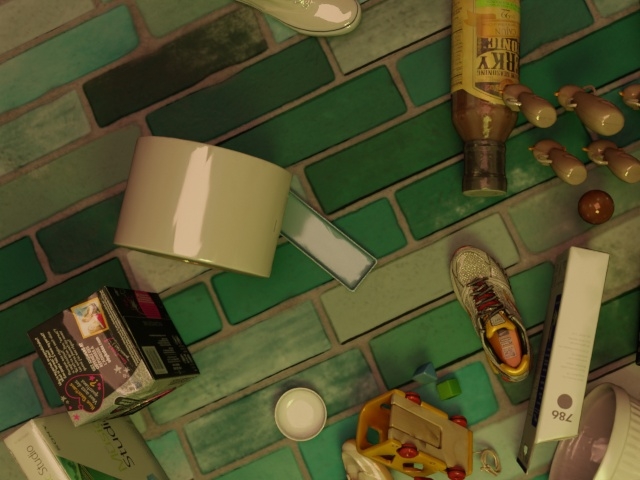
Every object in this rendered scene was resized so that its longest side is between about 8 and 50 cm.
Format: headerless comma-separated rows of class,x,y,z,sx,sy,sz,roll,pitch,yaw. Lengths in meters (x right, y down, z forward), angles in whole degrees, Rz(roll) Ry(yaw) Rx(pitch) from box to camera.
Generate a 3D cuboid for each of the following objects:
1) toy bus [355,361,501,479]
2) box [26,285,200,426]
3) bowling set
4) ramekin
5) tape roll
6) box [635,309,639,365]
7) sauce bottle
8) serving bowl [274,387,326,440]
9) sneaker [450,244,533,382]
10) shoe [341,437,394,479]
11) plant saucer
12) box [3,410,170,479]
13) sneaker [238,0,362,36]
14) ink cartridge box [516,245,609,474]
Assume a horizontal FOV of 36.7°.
toy bus,0.149,0.309,1.469,0.104,0.191,0.202,-33,81,42
box,-0.308,0.178,1.473,0.142,0.247,0.163,-31,81,5
bowling set,0.395,-0.139,1.472,0.287,0.154,0.200,3,114,-15
ramekin,0.423,0.321,1.392,0.109,0.207,0.207,25,88,0
tape roll,-0.181,-0.047,1.483,0.246,0.246,0.169,12,85,8
box,0.566,0.014,1.316,0.179,0.343,0.312,9,77,7
sauce bottle,0.260,-0.242,1.517,0.111,0.111,0.344,-1,85,7
serving bowl,-0.030,0.276,1.538,0.083,0.027,0.083,-1,85,7
sneaker,0.270,0.109,1.485,0.088,0.093,0.225,-26,81,4
shoe,0.087,0.407,1.479,0.058,0.076,0.219,-25,82,-33
plant saucer,0.000,0.000,1.569,0.192,0.018,0.067,39,90,10
box,-0.314,0.354,1.418,0.058,0.322,0.232,-36,81,6
sneaker,-0.059,-0.404,1.581,0.258,0.091,0.094,18,87,9
ink cartridge box,0.357,0.181,1.430,0.065,0.165,0.332,13,86,7
